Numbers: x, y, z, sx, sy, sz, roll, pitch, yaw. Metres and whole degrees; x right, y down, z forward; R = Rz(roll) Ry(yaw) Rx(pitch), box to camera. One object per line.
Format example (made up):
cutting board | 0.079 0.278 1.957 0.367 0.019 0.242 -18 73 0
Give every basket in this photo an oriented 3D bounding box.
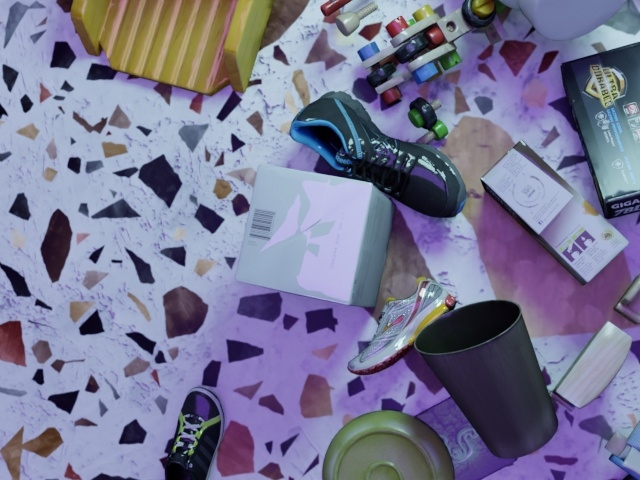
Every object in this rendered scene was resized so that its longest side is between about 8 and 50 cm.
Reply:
basket | 0.290 0.235 1.587 0.204 0.154 0.227 -13 112 45

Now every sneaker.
sneaker | -0.235 0.387 1.742 0.084 0.097 0.235 7 87 12
sneaker | 0.134 0.156 1.698 0.225 0.088 0.093 -41 74 -4
sneaker | 0.096 -0.133 1.682 0.341 0.139 0.125 34 127 18

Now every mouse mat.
mouse mat | 0.235 0.361 1.691 0.189 0.007 0.153 -31 80 9

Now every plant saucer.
plant saucer | 0.116 0.424 1.691 0.241 0.037 0.241 -1 86 13

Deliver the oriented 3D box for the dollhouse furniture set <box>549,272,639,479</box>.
dollhouse furniture set | 0.562 0.244 1.517 0.303 0.198 0.286 36 88 14

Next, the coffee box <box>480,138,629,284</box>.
coffee box | 0.395 -0.045 1.624 0.098 0.141 0.246 -45 79 5

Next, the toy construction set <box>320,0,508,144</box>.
toy construction set | 0.181 -0.382 1.684 0.237 0.257 0.309 -36 70 -10

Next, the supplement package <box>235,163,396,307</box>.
supplement package | 0.000 0.000 1.641 0.198 0.262 0.199 11 87 13

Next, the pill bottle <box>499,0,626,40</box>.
pill bottle | 0.337 -0.525 1.573 0.224 0.224 0.392 -33 57 8

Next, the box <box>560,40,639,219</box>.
box | 0.579 -0.206 1.583 0.293 0.073 0.296 -15 59 13

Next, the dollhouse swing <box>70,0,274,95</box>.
dollhouse swing | -0.294 -0.470 1.727 0.346 0.305 0.315 17 88 12

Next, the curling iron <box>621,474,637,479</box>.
curling iron | 0.493 0.424 1.615 0.274 0.035 0.068 -38 79 7
